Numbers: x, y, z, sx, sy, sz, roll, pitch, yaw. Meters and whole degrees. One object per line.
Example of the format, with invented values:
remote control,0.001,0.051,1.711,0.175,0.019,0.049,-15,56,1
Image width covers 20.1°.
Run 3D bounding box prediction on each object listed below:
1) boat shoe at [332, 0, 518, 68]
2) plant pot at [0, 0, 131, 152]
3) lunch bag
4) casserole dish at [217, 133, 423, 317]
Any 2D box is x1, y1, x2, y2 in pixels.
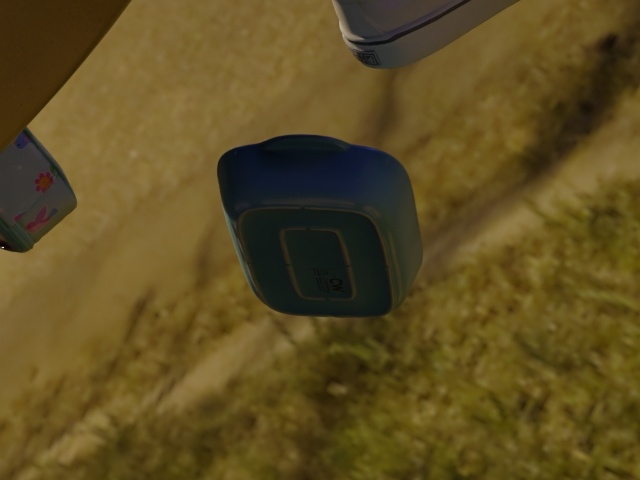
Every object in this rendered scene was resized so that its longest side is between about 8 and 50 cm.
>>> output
boat shoe,0.118,-0.218,1.183,0.267,0.088,0.096,-31,38,-8
plant pot,-0.221,-0.139,0.833,0.212,0.212,0.187,7,68,31
lunch bag,-0.413,-0.106,2.029,0.108,0.279,0.224,-49,32,-19
casserole dish,0.000,0.000,1.066,0.188,0.114,0.037,76,-162,-62
